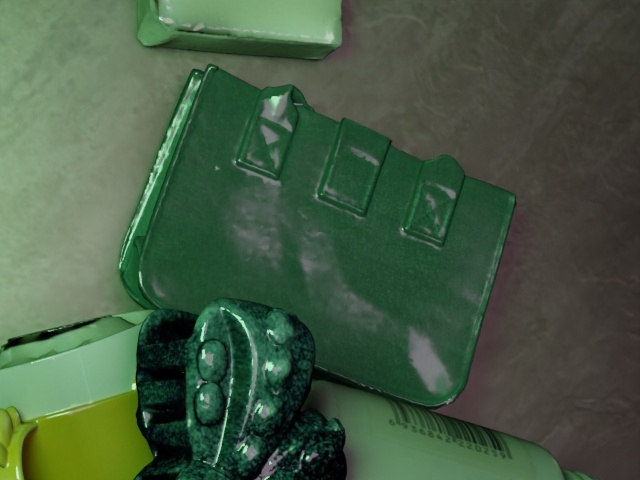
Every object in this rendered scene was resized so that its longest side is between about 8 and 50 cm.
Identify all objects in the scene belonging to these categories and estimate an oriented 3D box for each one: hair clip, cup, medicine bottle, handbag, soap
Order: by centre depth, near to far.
[{"bbox_3d":[-0.085,0.201,1.090,0.206,0.194,0.310,45,59,-28],"label":"hair clip"},{"bbox_3d":[-0.201,0.182,1.200,0.185,0.241,0.226,-14,97,14],"label":"cup"},{"bbox_3d":[0.117,0.263,1.306,0.340,0.208,0.208,18,78,-17],"label":"medicine bottle"},{"bbox_3d":[-0.001,0.001,1.358,0.326,0.089,0.238,23,77,-14],"label":"handbag"},{"bbox_3d":[-0.072,-0.234,1.371,0.183,0.064,0.121,3,82,-19],"label":"soap"}]
